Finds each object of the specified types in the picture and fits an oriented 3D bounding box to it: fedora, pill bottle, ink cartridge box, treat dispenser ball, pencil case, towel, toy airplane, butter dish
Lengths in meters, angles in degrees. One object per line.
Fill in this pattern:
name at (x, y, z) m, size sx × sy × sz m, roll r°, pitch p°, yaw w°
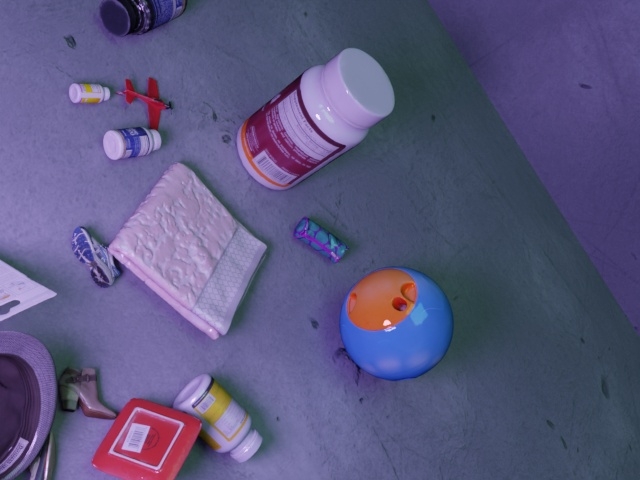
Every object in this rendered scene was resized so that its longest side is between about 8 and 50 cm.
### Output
fedora at (-0.556, 0.265, 1.186) m, size 0.244 × 0.124 × 0.275 m, roll -10°, pitch 106°, yaw -49°
pill bottle at (-0.517, -0.330, 1.664) m, size 0.083 × 0.043 × 0.043 m, roll -10°, pitch 75°, yaw -48°
ink cartridge box at (-0.590, 0.099, 1.235) m, size 0.232 × 0.066 × 0.189 m, roll 27°, pitch 34°, yaw 24°
pill bottle at (-0.436, -0.578, 1.825) m, size 0.122 × 0.123 × 0.219 m, roll 52°, pitch 41°, yaw -10°
pill bottle at (-0.423, -0.222, 1.678) m, size 0.120 × 0.067 × 0.067 m, roll -18°, pitch 81°, yaw -48°
treat dispenser ball at (0.191, 0.209, 1.876) m, size 0.288 × 0.288 × 0.288 m, roll 23°, pitch 53°, yaw -35°
pencil case at (0.000, 0.000, 1.974) m, size 0.152 × 0.064 × 0.070 m, roll 33°, pitch 23°, yaw -27°
towel at (-0.280, 0.016, 1.673) m, size 0.317 × 0.053 × 0.331 m, roll 44°, pitch 36°, yaw -17°
toy airplane at (-0.418, -0.340, 1.779) m, size 0.151 × 0.028 × 0.151 m, roll 22°, pitch 55°, yaw -36°
pill bottle at (-0.208, 0.370, 1.529) m, size 0.184 × 0.103 × 0.103 m, roll 48°, pitch 43°, yaw -14°
butter dish at (-0.320, 0.401, 1.399) m, size 0.160 × 0.118 × 0.160 m, roll 16°, pitch 47°, yaw 11°
pill bottle at (-0.016, -0.304, 1.882) m, size 0.224 × 0.392 × 0.224 m, roll 24°, pitch 53°, yaw -35°

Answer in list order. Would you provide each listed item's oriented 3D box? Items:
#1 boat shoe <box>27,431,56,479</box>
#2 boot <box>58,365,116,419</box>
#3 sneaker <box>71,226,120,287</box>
boat shoe at (-0.486, 0.399, 1.282) m, size 0.043 × 0.049 × 0.137 m, roll -1°, pitch 62°, yaw -3°
boot at (-0.435, 0.285, 1.399) m, size 0.118 × 0.042 × 0.087 m, roll 25°, pitch 50°, yaw -34°
sneaker at (-0.459, 0.030, 1.522) m, size 0.135 × 0.052 × 0.058 m, roll 63°, pitch 31°, yaw -8°
